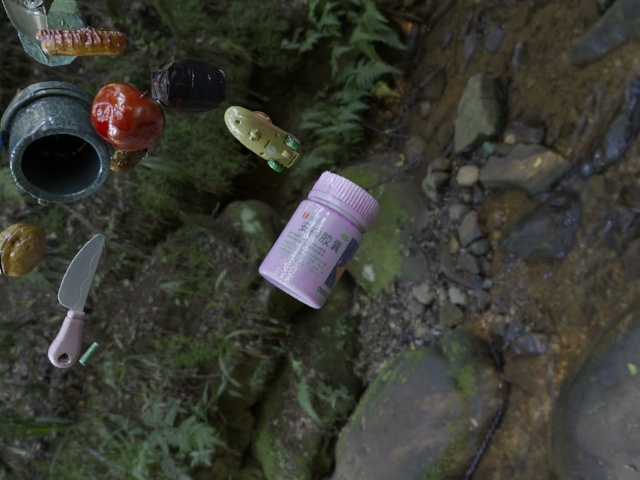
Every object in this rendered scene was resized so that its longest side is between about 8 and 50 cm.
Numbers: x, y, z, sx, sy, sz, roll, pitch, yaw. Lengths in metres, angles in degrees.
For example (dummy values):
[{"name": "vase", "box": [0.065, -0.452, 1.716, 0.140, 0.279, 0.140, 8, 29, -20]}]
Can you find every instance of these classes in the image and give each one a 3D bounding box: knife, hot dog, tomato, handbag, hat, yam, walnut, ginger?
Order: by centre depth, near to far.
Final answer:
[{"name": "hot dog", "box": [-0.398, -0.335, 1.049, 0.062, 0.144, 0.038, -109, 22, -44]}, {"name": "knife", "box": [-0.593, 0.142, 1.512, 0.043, 0.081, 0.335, 15, 92, 57]}, {"name": "tomato", "box": [-0.458, -0.290, 1.514, 0.151, 0.187, 0.187, -63, 15, -11]}, {"name": "hat", "box": [-0.722, -0.601, 1.605, 0.144, 0.166, 0.173, -62, -13, -12]}, {"name": "handbag", "box": [-0.379, -0.434, 1.758, 0.215, 0.169, 0.155, 22, 116, 59]}, {"name": "walnut", "box": [-0.916, 0.031, 1.887, 0.144, 0.144, 0.180, -51, 17, 52]}, {"name": "yam", "box": [-0.847, -0.679, 1.987, 0.271, 0.203, 0.201, -115, 33, -44]}, {"name": "ginger", "box": [-0.648, -0.359, 2.102, 0.107, 0.133, 0.309, -42, 50, 43]}]

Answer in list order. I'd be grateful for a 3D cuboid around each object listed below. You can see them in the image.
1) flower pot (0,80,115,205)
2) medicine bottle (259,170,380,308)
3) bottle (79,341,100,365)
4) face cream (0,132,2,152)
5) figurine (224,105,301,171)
[{"name": "flower pot", "box": [-0.688, -0.263, 1.677, 0.299, 0.299, 0.282, -63, 39, 31]}, {"name": "medicine bottle", "box": [0.000, 0.000, 1.500, 0.290, 0.178, 0.178, -57, 15, -10]}, {"name": "bottle", "box": [-0.803, 0.394, 2.183, 0.083, 0.030, 0.030, -56, 9, -25]}, {"name": "face cream", "box": [-0.959, -0.208, 1.592, 0.225, 0.249, 0.248, -42, 35, 47]}, {"name": "figurine", "box": [-0.195, -0.366, 2.157, 0.124, 0.325, 0.222, -49, 37, 15]}]
